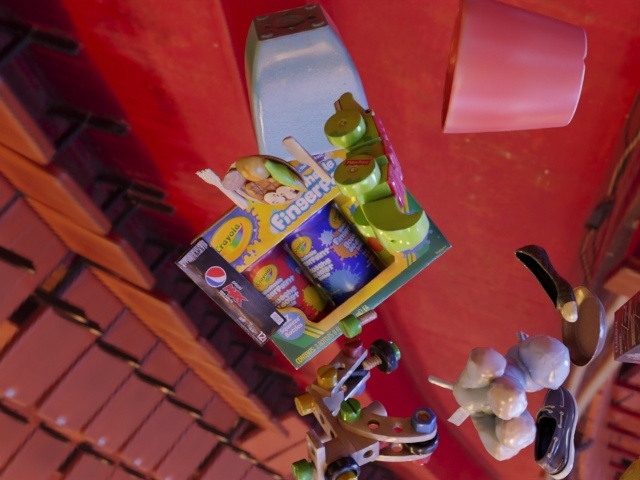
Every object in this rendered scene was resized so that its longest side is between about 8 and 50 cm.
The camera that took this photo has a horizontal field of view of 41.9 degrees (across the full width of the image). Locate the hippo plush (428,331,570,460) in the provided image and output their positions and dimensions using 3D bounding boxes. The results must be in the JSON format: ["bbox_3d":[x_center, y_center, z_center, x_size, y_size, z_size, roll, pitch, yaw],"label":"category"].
[{"bbox_3d":[0.427,0.324,1.806,0.234,0.237,0.294,64,159,15],"label":"hippo plush"}]

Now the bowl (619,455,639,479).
[{"bbox_3d":[0.517,0.413,1.081,0.289,0.289,0.156,15,-165,23],"label":"bowl"}]

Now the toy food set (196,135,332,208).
[{"bbox_3d":[-0.089,-0.088,1.299,0.192,0.038,0.132,-16,140,34],"label":"toy food set"}]

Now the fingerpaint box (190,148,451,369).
[{"bbox_3d":[0.000,0.000,1.874,0.371,0.445,0.163,52,-178,-7],"label":"fingerpaint box"}]

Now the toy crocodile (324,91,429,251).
[{"bbox_3d":[0.078,-0.114,1.276,0.105,0.340,0.115,-21,130,9],"label":"toy crocodile"}]

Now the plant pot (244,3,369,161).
[{"bbox_3d":[-0.040,-0.343,1.745,0.248,0.247,0.252,-13,124,-1],"label":"plant pot"}]

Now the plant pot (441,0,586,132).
[{"bbox_3d":[0.376,-0.335,1.644,0.243,0.275,0.275,8,159,4],"label":"plant pot"}]

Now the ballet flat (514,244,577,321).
[{"bbox_3d":[0.379,0.073,1.397,0.049,0.173,0.057,-10,132,-12],"label":"ballet flat"}]

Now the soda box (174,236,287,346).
[{"bbox_3d":[-0.125,0.070,1.171,0.169,0.053,0.060,46,174,-5],"label":"soda box"}]

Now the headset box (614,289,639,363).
[{"bbox_3d":[0.695,0.170,1.590,0.218,0.110,0.293,5,163,7],"label":"headset box"}]

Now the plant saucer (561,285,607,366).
[{"bbox_3d":[0.647,0.209,2.039,0.036,0.198,0.198,3,163,-9],"label":"plant saucer"}]

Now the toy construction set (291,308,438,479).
[{"bbox_3d":[0.029,0.321,1.424,0.257,0.237,0.309,56,157,19],"label":"toy construction set"}]

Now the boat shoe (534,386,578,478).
[{"bbox_3d":[0.503,0.399,1.807,0.069,0.227,0.081,34,132,-16],"label":"boat shoe"}]
